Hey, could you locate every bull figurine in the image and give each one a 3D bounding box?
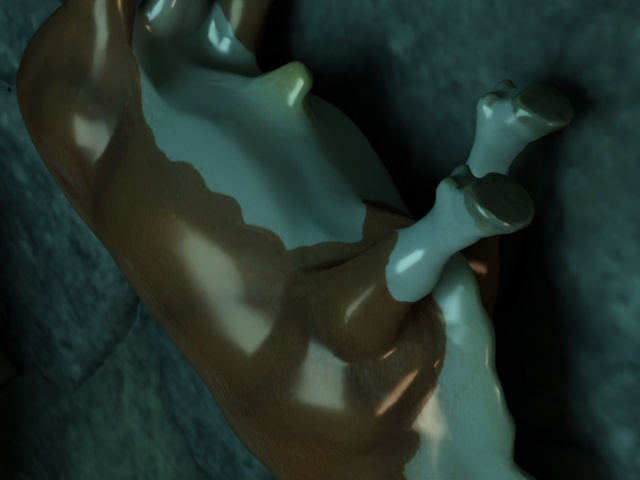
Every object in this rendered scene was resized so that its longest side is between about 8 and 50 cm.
[{"bbox_3d":[0.000,0.000,0.637,0.310,0.101,0.188,46,131,21],"label":"bull figurine"}]
